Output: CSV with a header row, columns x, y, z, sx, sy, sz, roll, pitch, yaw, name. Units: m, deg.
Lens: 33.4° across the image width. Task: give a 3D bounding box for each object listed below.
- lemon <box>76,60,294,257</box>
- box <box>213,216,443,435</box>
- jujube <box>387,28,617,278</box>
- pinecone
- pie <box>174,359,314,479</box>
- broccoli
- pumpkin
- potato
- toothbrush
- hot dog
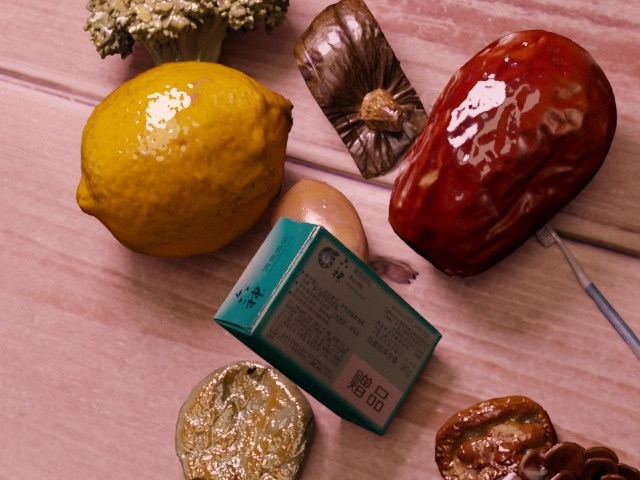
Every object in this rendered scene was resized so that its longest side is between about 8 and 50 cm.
x,y,z,sx,sy,sz,roll,pitch,yaw,name
-0.176,-0.111,1.412,0.310,0.253,0.253,-27,63,-3,lemon
0.014,0.102,1.264,0.092,0.245,0.153,13,65,55,box
0.224,-0.106,1.326,0.223,0.223,0.318,38,89,26,jujube
0.277,0.314,1.133,0.207,0.208,0.208,-5,65,12,pinecone
-0.095,0.244,1.343,0.186,0.041,0.187,-5,65,11,pie
-0.201,-0.336,1.536,0.288,0.235,0.260,-3,58,54,broccoli
0.048,-0.227,1.472,0.131,0.126,0.248,-31,63,2,pumpkin
0.000,0.000,1.389,0.118,0.109,0.178,-23,50,-4,potato
0.343,0.074,1.320,0.025,0.019,0.276,-35,63,3,toothbrush
0.205,0.240,1.256,0.147,0.065,0.099,-16,73,4,hot dog
